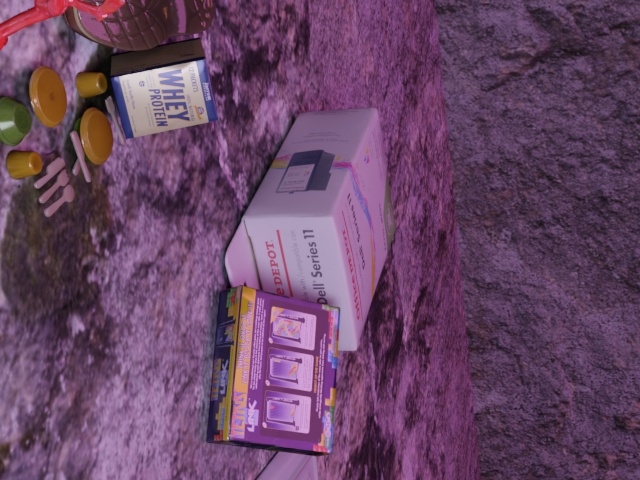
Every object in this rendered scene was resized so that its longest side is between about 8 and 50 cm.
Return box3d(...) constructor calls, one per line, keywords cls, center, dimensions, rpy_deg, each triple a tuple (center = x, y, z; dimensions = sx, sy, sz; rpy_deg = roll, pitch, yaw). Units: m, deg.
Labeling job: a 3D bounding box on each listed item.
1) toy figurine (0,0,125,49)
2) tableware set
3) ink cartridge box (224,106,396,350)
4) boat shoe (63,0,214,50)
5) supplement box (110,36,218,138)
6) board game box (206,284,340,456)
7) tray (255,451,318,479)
box3d(cls="toy figurine", center=(-0.241, -0.261, 0.476), dimensions=(0.217, 0.191, 0.362), rpy_deg=(-20, 106, -67))
box3d(cls="tableware set", center=(-0.208, -0.092, 0.836), dimensions=(0.154, 0.024, 0.104), rpy_deg=(-62, 143, -56))
box3d(cls="ink cartridge box", center=(0.000, 0.000, 1.342), dimensions=(0.353, 0.119, 0.207), rpy_deg=(-67, 151, -53))
box3d(cls="boat shoe", center=(-0.165, -0.201, 0.922), dimensions=(0.178, 0.060, 0.064), rpy_deg=(-27, 118, -57))
box3d(cls="supplement box", center=(-0.137, -0.135, 0.920), dimensions=(0.083, 0.083, 0.056), rpy_deg=(-114, -168, -64))
box3d(cls="board game box", center=(-0.050, 0.147, 1.168), dimensions=(0.141, 0.048, 0.170), rpy_deg=(15, 70, -33))
box3d(cls="tray", center=(-0.046, 0.346, 1.315), dimensions=(0.270, 0.030, 0.145), rpy_deg=(-38, 123, -70))
